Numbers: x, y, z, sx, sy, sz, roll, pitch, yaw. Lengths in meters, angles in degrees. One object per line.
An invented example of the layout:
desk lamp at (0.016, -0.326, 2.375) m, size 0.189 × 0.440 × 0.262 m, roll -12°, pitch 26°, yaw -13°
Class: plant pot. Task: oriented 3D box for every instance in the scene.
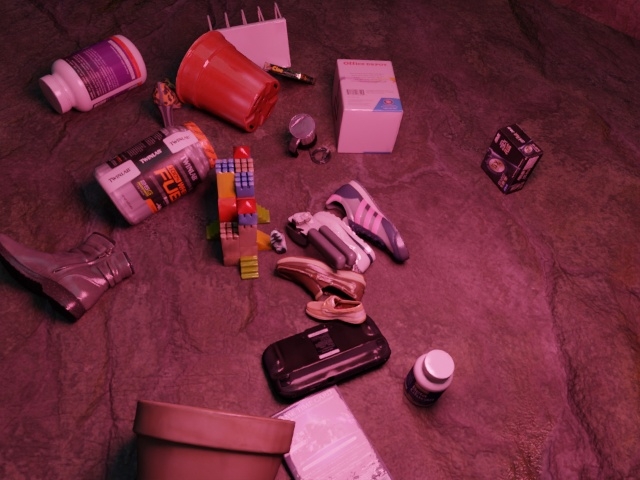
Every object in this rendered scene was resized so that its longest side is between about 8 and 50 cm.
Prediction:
plant pot at (-0.301, -0.522, 1.724) m, size 0.265 × 0.272 × 0.272 m, roll 33°, pitch 57°, yaw 7°
plant pot at (-0.231, 0.479, 0.996) m, size 0.323 × 0.323 × 0.280 m, roll 9°, pitch 70°, yaw 0°

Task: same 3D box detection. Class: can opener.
can opener at (0.000, 0.000, 1.430) m, size 0.074 × 0.093 × 0.280 m, roll -18°, pitch 37°, yaw -29°

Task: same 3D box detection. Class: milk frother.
milk frother at (-0.030, -0.332, 1.677) m, size 0.143 × 0.135 × 0.129 m, roll 10°, pitch 85°, yaw 4°

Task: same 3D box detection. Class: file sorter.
file sorter at (-0.274, -0.759, 1.906) m, size 0.278 × 0.193 × 0.173 m, roll -14°, pitch 52°, yaw -7°

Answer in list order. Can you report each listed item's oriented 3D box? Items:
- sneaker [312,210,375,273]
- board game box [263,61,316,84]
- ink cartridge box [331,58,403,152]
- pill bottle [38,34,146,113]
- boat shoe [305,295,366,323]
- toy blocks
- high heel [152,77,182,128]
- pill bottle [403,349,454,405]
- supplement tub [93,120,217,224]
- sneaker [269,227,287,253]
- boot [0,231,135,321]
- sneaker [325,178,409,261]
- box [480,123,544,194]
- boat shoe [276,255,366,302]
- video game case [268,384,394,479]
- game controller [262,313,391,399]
sneaker at (0.049, 0.007, 1.480) m, size 0.095 × 0.090 × 0.235 m, roll -41°, pitch 66°, yaw -18°
board game box at (-0.106, -0.606, 1.838) m, size 0.136 × 0.030 × 0.259 m, roll 16°, pitch 16°, yaw 6°
ink cartridge box at (0.153, -0.468, 1.758) m, size 0.198 × 0.197 × 0.270 m, roll 0°, pitch 55°, yaw -6°
pill bottle at (-0.777, -0.563, 1.729) m, size 0.181 × 0.181 × 0.323 m, roll 38°, pitch 59°, yaw 20°
boat shoe at (0.039, 0.175, 1.340) m, size 0.170 × 0.059 × 0.063 m, roll 4°, pitch 28°, yaw 22°
toy blocks at (-0.236, -0.119, 1.424) m, size 0.191 × 0.261 × 0.381 m, roll -4°, pitch 55°, yaw -9°
high heel at (-0.531, -0.525, 1.726) m, size 0.093 × 0.186 × 0.261 m, roll -7°, pitch 56°, yaw -10°
pill bottle at (0.263, 0.329, 1.215) m, size 0.094 × 0.169 × 0.094 m, roll 3°, pitch 54°, yaw -4°
supplement tub at (-0.472, -0.203, 1.471) m, size 0.316 × 0.193 × 0.193 m, roll -37°, pitch 65°, yaw -15°
sneaker at (-0.126, -0.014, 1.466) m, size 0.038 × 0.098 × 0.069 m, roll -13°, pitch 51°, yaw 2°
boot at (-0.688, 0.049, 1.357) m, size 0.338 × 0.118 × 0.222 m, roll 36°, pitch 55°, yaw 6°
sneaker at (0.138, -0.039, 1.521) m, size 0.131 × 0.112 × 0.319 m, roll -32°, pitch 60°, yaw -7°
box at (0.633, -0.269, 1.681) m, size 0.078 × 0.180 × 0.147 m, roll -18°, pitch 59°, yaw -18°
boat shoe at (-0.003, 0.115, 1.389) m, size 0.257 × 0.095 × 0.095 m, roll 12°, pitch 60°, yaw 2°
video game case at (0.019, 0.489, 1.163) m, size 0.196 × 0.026 × 0.274 m, roll -23°, pitch 59°, yaw -21°
game controller at (0.016, 0.287, 1.288) m, size 0.319 × 0.067 × 0.166 m, roll -16°, pitch 39°, yaw -18°
